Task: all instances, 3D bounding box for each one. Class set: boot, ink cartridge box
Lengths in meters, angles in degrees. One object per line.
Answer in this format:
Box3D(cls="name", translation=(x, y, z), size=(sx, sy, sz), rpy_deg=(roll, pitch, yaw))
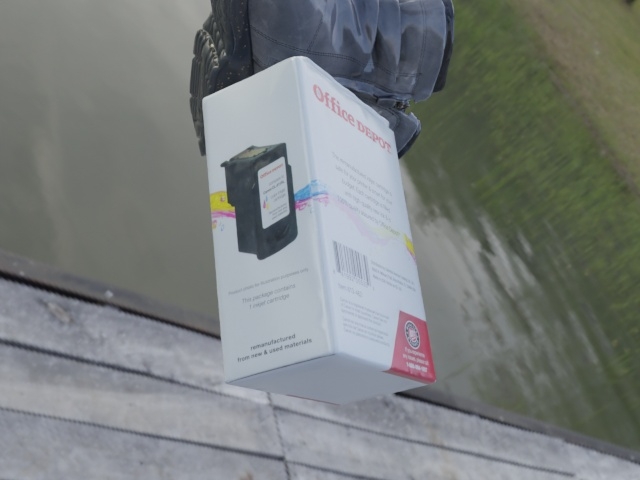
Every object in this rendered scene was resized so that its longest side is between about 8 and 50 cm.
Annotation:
Box3D(cls="boot", translation=(0.015, -0.209, 0.731), size=(0.222, 0.338, 0.118), rpy_deg=(-3, 52, -18))
Box3D(cls="ink cartridge box", translation=(0.000, 0.000, 0.515), size=(0.127, 0.072, 0.175), rpy_deg=(26, 51, -55))
